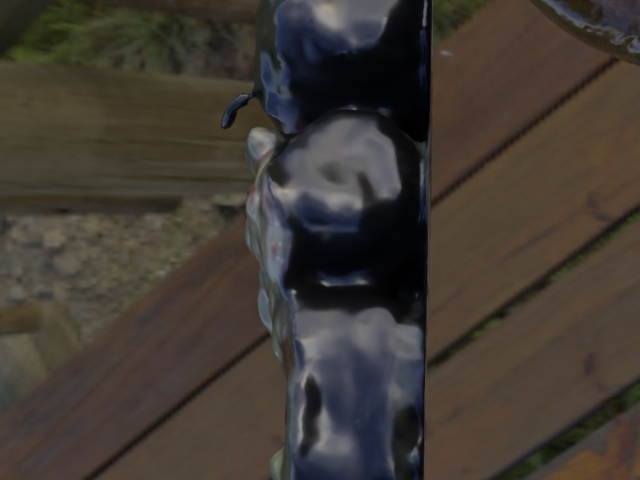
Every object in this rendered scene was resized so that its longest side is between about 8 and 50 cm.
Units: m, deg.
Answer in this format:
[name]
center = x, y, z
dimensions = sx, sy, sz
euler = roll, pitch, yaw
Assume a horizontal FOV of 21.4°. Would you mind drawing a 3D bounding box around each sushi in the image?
[sushi]
center = 0.000, 0.000, 0.768
dimensions = 0.100, 0.296, 0.373
euler = 1, 67, 4

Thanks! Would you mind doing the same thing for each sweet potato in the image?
[sweet potato]
center = 0.167, -0.155, 1.011
dimensions = 0.243, 0.077, 0.077
euler = 27, 104, 9
